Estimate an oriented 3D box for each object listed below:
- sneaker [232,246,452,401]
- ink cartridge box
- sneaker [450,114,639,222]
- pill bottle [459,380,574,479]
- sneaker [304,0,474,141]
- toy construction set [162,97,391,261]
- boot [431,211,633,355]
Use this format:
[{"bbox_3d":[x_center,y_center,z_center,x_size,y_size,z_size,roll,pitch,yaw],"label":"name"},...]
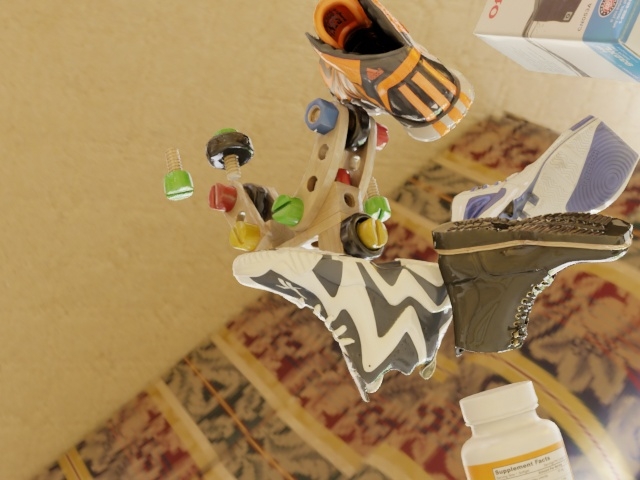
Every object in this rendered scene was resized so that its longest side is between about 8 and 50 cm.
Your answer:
[{"bbox_3d":[0.021,0.090,1.299,0.235,0.094,0.153,6,92,-8],"label":"sneaker"},{"bbox_3d":[0.374,-0.339,1.655,0.129,0.307,0.223,25,88,-31],"label":"ink cartridge box"},{"bbox_3d":[0.274,-0.053,1.738,0.127,0.182,0.315,41,91,-28],"label":"sneaker"},{"bbox_3d":[0.266,0.318,1.656,0.136,0.136,0.245,-13,84,-21],"label":"pill bottle"},{"bbox_3d":[0.050,-0.237,1.499,0.180,0.321,0.124,41,86,-29],"label":"sneaker"},{"bbox_3d":[0.000,0.000,1.543,0.257,0.237,0.309,-22,153,16],"label":"toy construction set"},{"bbox_3d":[0.211,0.047,1.213,0.077,0.198,0.137,-24,109,-52],"label":"boot"}]
